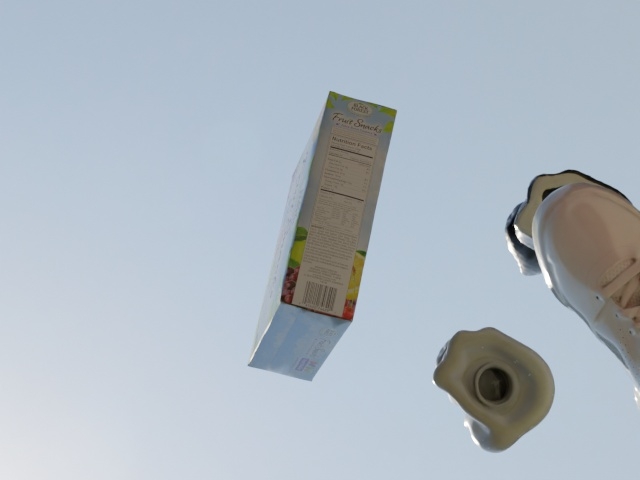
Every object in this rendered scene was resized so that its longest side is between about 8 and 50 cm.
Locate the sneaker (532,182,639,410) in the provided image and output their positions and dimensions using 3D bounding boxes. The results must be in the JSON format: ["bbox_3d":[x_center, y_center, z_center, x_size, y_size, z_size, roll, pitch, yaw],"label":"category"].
[{"bbox_3d":[0.214,0.056,0.808,0.080,0.094,0.212,-34,-77,3],"label":"sneaker"}]

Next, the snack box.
[{"bbox_3d":[0.000,0.000,1.135,0.070,0.174,0.207,14,-115,-7],"label":"snack box"}]

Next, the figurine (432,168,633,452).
[{"bbox_3d":[0.158,0.054,1.023,0.092,0.209,0.215,28,-90,2],"label":"figurine"}]
